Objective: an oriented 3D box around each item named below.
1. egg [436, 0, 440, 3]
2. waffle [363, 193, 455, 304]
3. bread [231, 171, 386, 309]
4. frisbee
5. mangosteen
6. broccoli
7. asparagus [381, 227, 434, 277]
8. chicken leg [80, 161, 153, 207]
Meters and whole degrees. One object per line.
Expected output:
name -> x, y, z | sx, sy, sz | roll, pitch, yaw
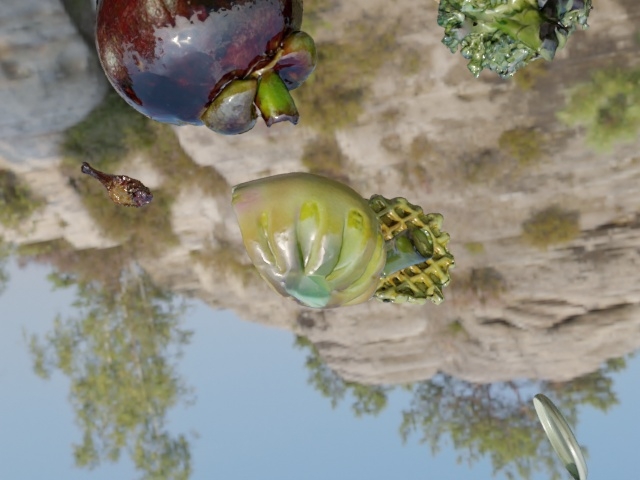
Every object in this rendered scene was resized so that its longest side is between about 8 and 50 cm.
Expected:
egg -> 0.251, -0.500, 1.900 | 0.071, 0.083, 0.071 | -15, -168, 3
waffle -> 0.175, 0.024, 2.325 | 0.317, 0.297, 0.073 | 11, 151, -15
bread -> -0.008, -0.008, 1.390 | 0.260, 0.156, 0.158 | 12, -140, -19
frisbee -> 0.273, 0.223, 1.092 | 0.014, 0.110, 0.110 | -26, -172, -1
mangosteen -> -0.116, -0.201, 0.960 | 0.216, 0.216, 0.216 | -9, -173, 1
broccoli -> 0.219, -0.240, 1.048 | 0.167, 0.155, 0.160 | 22, -166, -30
asparagus -> 0.146, 0.034, 2.006 | 0.085, 0.082, 0.343 | -60, -170, -20
chicken leg -> -0.296, -0.081, 1.399 | 0.145, 0.062, 0.037 | 17, -117, 43
